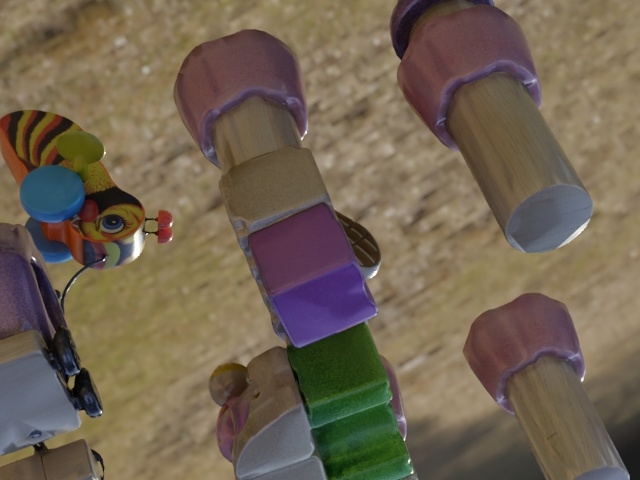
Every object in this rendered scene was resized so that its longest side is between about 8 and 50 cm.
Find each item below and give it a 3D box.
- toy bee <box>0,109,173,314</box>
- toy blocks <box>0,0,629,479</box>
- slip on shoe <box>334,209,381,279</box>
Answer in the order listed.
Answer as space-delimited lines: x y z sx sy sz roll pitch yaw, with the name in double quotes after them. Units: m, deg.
-0.253 -0.023 1.898 0.162 0.298 0.195 -11 165 -16 "toy bee"
-0.028 0.013 0.900 0.308 0.260 0.289 -20 137 -3 "toy blocks"
0.000 0.000 1.379 0.051 0.135 0.041 -9 126 -40 "slip on shoe"
